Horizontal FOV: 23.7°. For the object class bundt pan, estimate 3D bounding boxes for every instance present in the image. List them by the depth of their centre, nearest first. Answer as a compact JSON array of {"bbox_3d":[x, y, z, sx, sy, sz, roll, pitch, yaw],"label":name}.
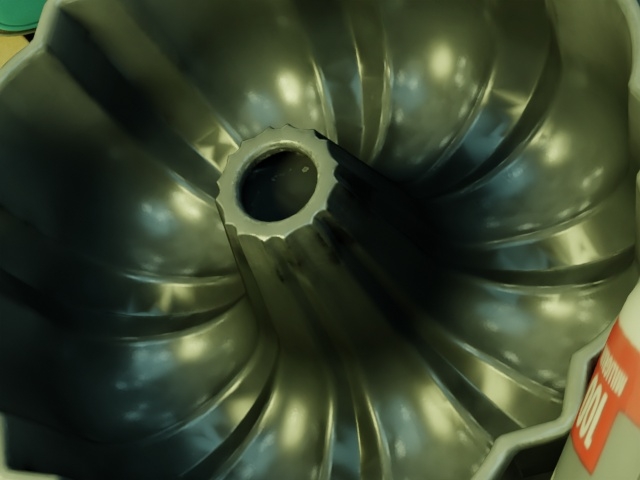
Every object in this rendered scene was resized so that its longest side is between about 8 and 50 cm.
[{"bbox_3d":[0.000,0.000,0.680,0.330,0.124,0.331,-8,63,17],"label":"bundt pan"}]

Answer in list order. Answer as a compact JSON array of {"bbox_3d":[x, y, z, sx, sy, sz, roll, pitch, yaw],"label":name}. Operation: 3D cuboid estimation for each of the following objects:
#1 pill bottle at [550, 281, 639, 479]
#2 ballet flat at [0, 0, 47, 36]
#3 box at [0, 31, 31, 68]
[{"bbox_3d":[0.141,0.207,0.521,0.210,0.210,0.363,22,102,10],"label":"pill bottle"},{"bbox_3d":[-0.114,-0.188,0.816,0.213,0.072,0.068,-44,42,-13],"label":"ballet flat"},{"bbox_3d":[-0.233,-0.046,0.789,0.201,0.021,0.164,-41,74,-10],"label":"box"}]
